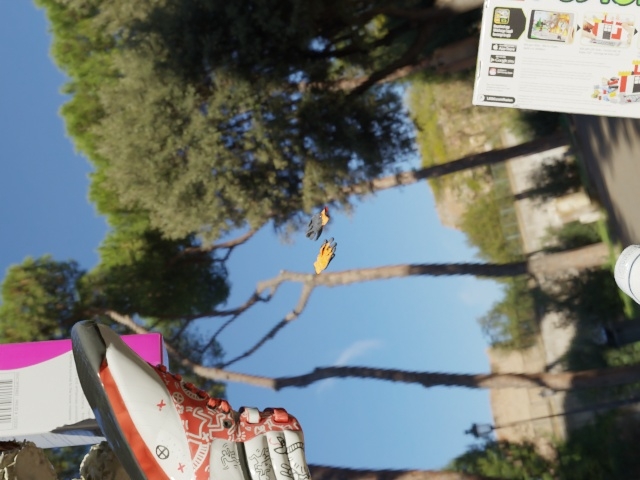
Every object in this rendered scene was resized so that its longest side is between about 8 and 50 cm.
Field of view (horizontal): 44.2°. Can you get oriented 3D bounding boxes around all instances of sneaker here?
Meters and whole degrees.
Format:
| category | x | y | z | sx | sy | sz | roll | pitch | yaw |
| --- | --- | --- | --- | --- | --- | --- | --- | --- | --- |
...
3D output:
| category | x | y | z | sx | sy | sz | roll | pitch | yaw |
| --- | --- | --- | --- | --- | --- | --- | --- | --- | --- |
| sneaker | -0.111 | 0.170 | 0.727 | 0.145 | 0.090 | 0.270 | -26 | -104 | -30 |
| sneaker | 0.472 | 0.088 | 0.966 | 0.258 | 0.094 | 0.091 | 24 | -174 | -26 |

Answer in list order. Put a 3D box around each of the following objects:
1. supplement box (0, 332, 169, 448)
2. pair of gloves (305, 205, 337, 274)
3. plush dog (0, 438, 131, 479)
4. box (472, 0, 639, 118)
| category | x | y | z | sx | sy | sz | roll | pitch | yaw |
| --- | --- | --- | --- | --- | --- | --- | --- | --- | --- |
| supplement box | -0.298 | 0.188 | 0.967 | 0.114 | 0.220 | 0.111 | 101 | 164 | -66 |
| pair of gloves | 0.000 | 0.000 | 1.127 | 0.010 | 0.074 | 0.083 | -1 | -118 | -26 |
| plush dog | -0.335 | 0.345 | 0.888 | 0.262 | 0.225 | 0.211 | 20 | -127 | -55 |
| box | 0.231 | -0.156 | 0.623 | 0.036 | 0.206 | 0.114 | -53 | -31 | -72 |
